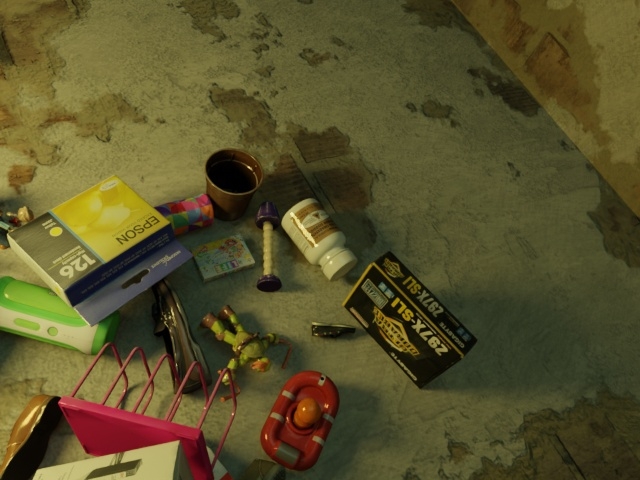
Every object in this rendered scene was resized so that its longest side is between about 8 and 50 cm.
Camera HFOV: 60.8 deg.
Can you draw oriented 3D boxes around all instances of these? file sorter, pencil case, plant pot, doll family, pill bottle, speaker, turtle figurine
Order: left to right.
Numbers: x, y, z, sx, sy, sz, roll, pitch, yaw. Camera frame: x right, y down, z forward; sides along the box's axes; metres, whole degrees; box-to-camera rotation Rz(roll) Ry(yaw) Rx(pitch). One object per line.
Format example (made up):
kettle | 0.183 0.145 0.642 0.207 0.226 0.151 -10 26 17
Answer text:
doll family | -0.813 -0.055 1.328 0.263 0.163 0.118 28 53 1
speaker | -0.630 0.174 1.263 0.296 0.131 0.131 17 54 -8
file sorter | -0.342 0.353 1.147 0.290 0.202 0.182 10 43 10
pencil case | -0.417 -0.064 1.515 0.236 0.104 0.104 -15 64 -28
plant pot | -0.263 -0.152 1.584 0.167 0.165 0.167 9 56 -14
turtle figurine | -0.200 0.263 1.354 0.217 0.087 0.269 40 40 15
pill bottle | 0.000 0.000 1.595 0.131 0.131 0.229 -27 70 -32

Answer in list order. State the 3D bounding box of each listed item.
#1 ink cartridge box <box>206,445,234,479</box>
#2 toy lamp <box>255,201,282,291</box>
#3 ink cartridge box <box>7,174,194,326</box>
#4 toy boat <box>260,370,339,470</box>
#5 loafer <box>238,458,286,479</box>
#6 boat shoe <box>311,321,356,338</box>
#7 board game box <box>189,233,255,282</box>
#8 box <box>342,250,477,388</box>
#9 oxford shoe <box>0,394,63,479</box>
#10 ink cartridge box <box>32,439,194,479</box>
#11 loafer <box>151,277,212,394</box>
ink cartridge box | -0.278 0.531 1.135 0.232 0.066 0.189 22 46 35
toy lamp | -0.149 0.010 1.570 0.080 0.080 0.275 4 56 -17
ink cartridge box | -0.522 0.009 1.311 0.307 0.072 0.303 36 52 20
toy boat | -0.036 0.414 1.292 0.151 0.151 0.231 28 53 0
loafer | -0.182 0.580 1.183 0.087 0.094 0.251 21 45 34
boat shoe | 0.036 0.248 1.499 0.133 0.049 0.042 6 84 -24
board game box | -0.275 0.048 1.532 0.154 0.026 0.103 -18 66 -28
box | 0.224 0.216 1.450 0.079 0.257 0.322 -34 74 -34
oxford shoe | -0.623 0.427 1.144 0.076 0.076 0.212 4 53 20
ink cartridge box | -0.364 0.498 0.989 0.273 0.197 0.114 -11 23 -2
loafer | -0.364 0.230 1.334 0.095 0.109 0.302 -21 69 -25
